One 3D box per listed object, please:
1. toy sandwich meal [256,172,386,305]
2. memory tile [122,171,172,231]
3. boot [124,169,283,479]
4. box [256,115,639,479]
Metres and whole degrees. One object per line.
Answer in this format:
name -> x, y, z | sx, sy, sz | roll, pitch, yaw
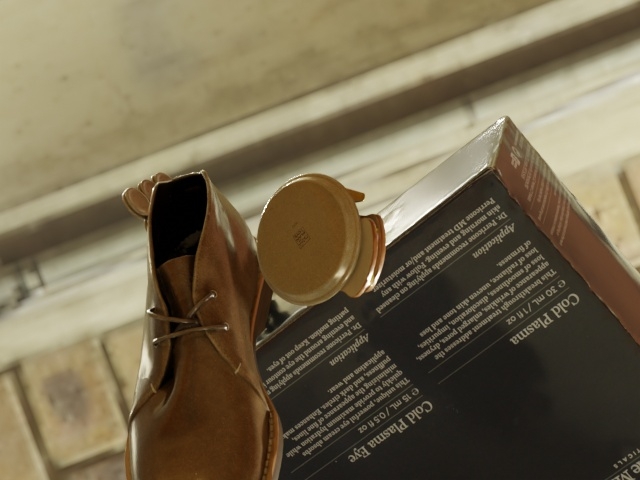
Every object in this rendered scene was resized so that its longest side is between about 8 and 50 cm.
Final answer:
toy sandwich meal -> 0.000, 0.000, 1.047 | 0.029, 0.085, 0.085 | 9, 52, -51
memory tile -> -0.151, -0.007, 1.974 | 0.148, 0.012, 0.113 | 51, 25, -1
boot -> -0.091, 0.078, 1.224 | 0.305, 0.112, 0.115 | -92, 166, -46
box -> 0.127, 0.125, 1.625 | 0.312, 0.343, 0.179 | 50, 19, -8
